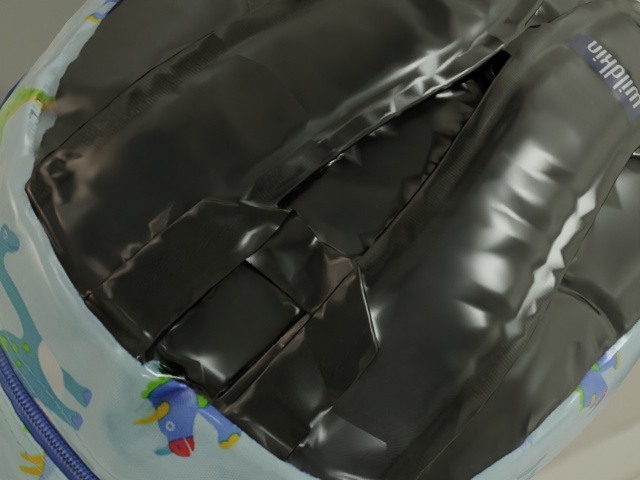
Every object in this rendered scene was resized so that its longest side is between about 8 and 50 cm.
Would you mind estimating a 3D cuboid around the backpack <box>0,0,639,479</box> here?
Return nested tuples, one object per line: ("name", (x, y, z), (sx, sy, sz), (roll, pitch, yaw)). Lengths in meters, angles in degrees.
("backpack", (0.000, 0.000, 0.639), (0.290, 0.273, 0.355), (46, 29, -4))
